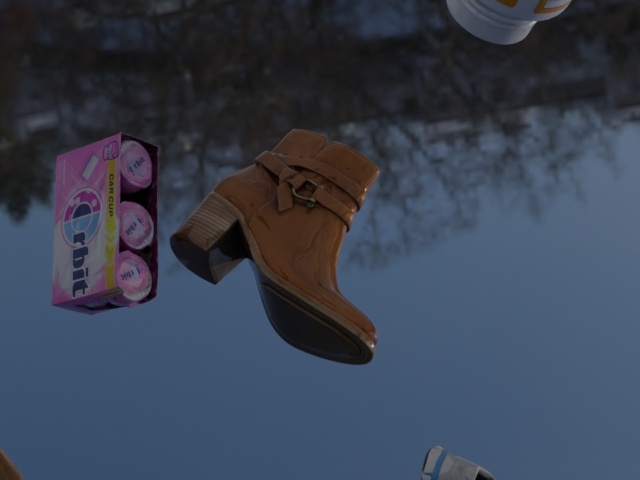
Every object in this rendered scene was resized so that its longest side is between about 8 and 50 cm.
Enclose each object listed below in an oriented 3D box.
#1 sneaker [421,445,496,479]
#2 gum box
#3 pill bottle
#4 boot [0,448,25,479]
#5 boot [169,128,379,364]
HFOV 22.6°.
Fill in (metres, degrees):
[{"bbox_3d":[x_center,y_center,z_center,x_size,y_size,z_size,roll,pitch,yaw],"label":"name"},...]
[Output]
[{"bbox_3d":[0.194,0.321,1.975,0.083,0.190,0.071,9,-114,33],"label":"sneaker"},{"bbox_3d":[-0.237,-0.012,1.767,0.107,0.188,0.062,-15,158,38],"label":"gum box"},{"bbox_3d":[0.186,-0.270,1.362,0.117,0.117,0.215,-21,154,-37],"label":"pill bottle"},{"bbox_3d":[-0.273,0.276,1.403,0.112,0.305,0.115,-28,-177,-30],"label":"boot"},{"bbox_3d":[0.000,0.000,1.786,0.283,0.109,0.220,29,-122,30],"label":"boot"}]
